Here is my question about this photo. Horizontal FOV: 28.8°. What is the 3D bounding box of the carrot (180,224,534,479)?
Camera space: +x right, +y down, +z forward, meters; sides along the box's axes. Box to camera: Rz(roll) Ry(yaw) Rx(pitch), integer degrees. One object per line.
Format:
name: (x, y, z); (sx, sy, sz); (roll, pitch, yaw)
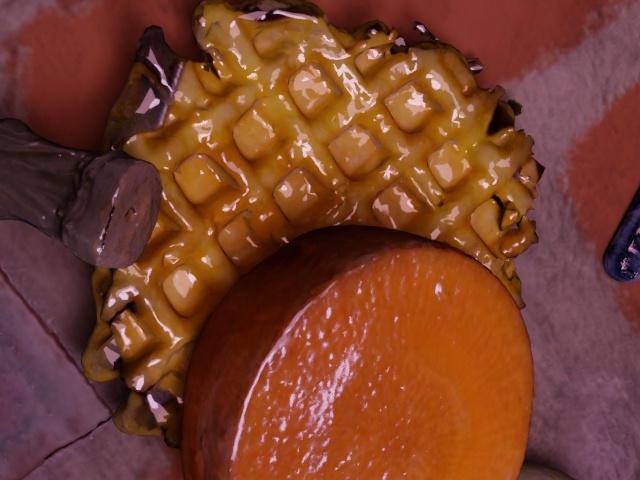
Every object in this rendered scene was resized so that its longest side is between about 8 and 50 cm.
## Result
carrot: (0.027, 0.142, 0.933); (0.258, 0.100, 0.307); (11, 95, -22)

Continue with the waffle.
waffle: (0.000, 0.000, 1.003); (0.380, 0.095, 0.382); (11, 90, -18)

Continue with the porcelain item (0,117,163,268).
porcelain item: (-0.224, -0.050, 0.902); (0.216, 0.069, 0.081); (19, 95, 19)

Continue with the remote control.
remote control: (0.305, -0.030, 1.125); (0.043, 0.027, 0.152); (30, 85, -13)

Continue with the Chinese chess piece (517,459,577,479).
Chinese chess piece: (0.157, 0.306, 1.081); (0.238, 0.092, 0.237); (-2, 97, -16)
